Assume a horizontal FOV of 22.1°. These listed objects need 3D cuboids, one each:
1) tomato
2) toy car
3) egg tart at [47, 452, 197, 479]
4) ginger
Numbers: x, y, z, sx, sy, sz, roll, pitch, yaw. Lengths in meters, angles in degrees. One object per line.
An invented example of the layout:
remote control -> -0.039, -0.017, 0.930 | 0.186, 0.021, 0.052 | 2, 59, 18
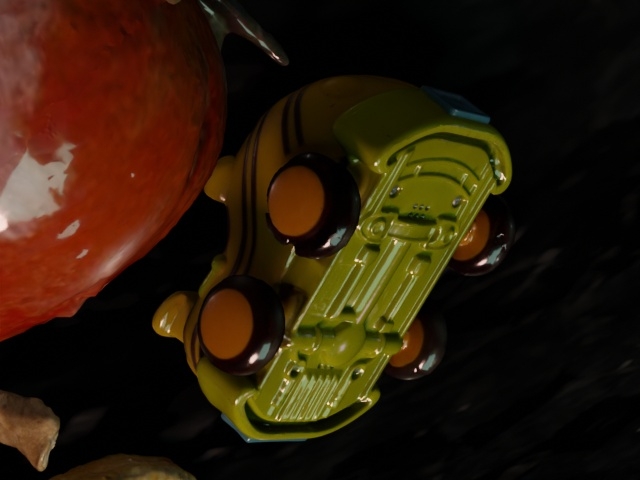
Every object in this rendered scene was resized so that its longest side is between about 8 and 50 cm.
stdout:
tomato -> -0.159, -0.035, 0.774 | 0.309, 0.170, 0.309 | -23, 152, -13
toy car -> 0.000, 0.000, 1.025 | 0.200, 0.142, 0.248 | 12, 113, -54
egg tart -> -0.214, 0.291, 1.374 | 0.294, 0.116, 0.295 | -21, 154, -11
ginger -> -0.307, 0.173, 1.121 | 0.288, 0.075, 0.089 | -23, 131, 1
